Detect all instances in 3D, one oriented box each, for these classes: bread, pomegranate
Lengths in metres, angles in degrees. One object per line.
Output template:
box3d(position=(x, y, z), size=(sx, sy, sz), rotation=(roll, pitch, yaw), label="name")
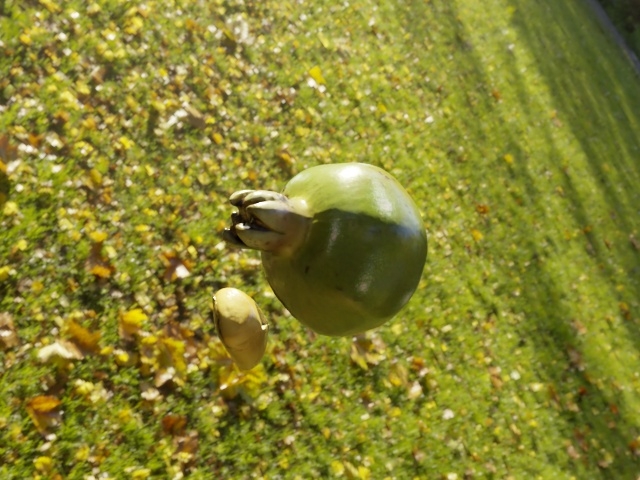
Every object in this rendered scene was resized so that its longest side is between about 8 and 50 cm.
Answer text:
box3d(position=(-0.093, 0.108, 0.919), size=(0.115, 0.056, 0.082), rotation=(70, 6, -50), label="bread")
box3d(position=(0.012, 0.009, 0.738), size=(0.179, 0.179, 0.210), rotation=(63, 27, 8), label="pomegranate")

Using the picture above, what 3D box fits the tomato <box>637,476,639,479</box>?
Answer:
box3d(position=(0.508, 0.384, 0.851), size=(0.282, 0.317, 0.316), rotation=(80, 8, -48), label="tomato")
